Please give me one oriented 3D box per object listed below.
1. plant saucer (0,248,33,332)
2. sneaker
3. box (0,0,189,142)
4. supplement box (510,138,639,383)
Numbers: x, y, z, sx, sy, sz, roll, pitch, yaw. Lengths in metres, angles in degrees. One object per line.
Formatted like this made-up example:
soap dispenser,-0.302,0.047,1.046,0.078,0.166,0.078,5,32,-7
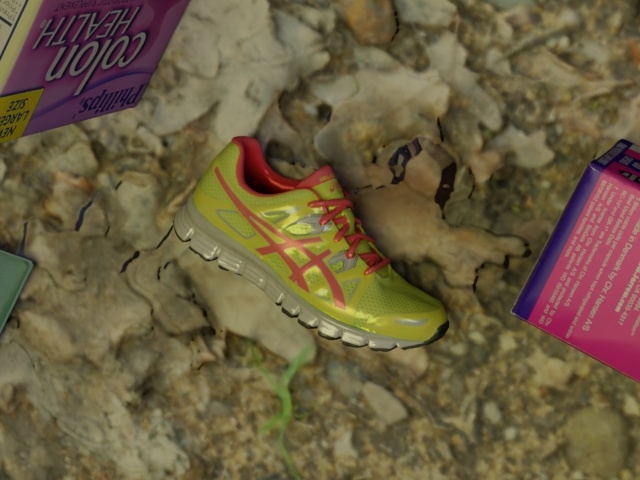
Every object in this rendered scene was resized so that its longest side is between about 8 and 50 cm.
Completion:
plant saucer,-0.288,0.080,1.235,0.067,0.018,0.192,21,113,-20
sneaker,0.000,0.000,1.085,0.208,0.081,0.094,29,108,13
box,-0.161,-0.201,1.029,0.117,0.213,0.243,36,112,11
supplement box,0.247,0.040,0.980,0.220,0.111,0.114,30,110,12
